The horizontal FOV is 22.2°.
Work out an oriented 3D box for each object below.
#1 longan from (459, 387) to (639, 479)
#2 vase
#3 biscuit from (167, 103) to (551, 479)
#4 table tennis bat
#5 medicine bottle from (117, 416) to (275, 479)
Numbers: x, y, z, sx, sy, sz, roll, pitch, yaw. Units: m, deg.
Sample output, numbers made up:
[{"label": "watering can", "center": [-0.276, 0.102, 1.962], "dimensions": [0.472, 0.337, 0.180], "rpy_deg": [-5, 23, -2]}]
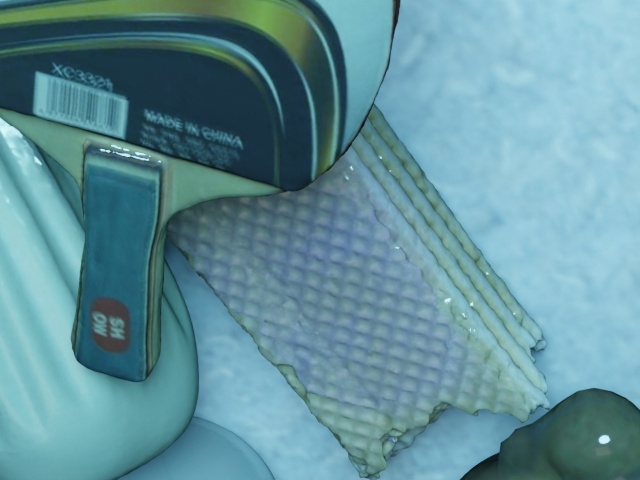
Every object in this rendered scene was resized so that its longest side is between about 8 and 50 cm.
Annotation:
[{"label": "longan", "center": [0.134, 0.153, 0.731], "dimensions": [0.184, 0.159, 0.204], "rpy_deg": [2, 125, 24]}, {"label": "vase", "center": [-0.146, -0.009, 0.733], "dimensions": [0.128, 0.128, 0.248], "rpy_deg": [-13, 111, 24]}, {"label": "biscuit", "center": [0.000, 0.000, 0.730], "dimensions": [0.108, 0.062, 0.239], "rpy_deg": [-26, 112, 31]}, {"label": "table tennis bat", "center": [-0.066, -0.055, 0.581], "dimensions": [0.173, 0.022, 0.301], "rpy_deg": [17, 135, 3]}, {"label": "medicine bottle", "center": [-0.114, 0.252, 0.903], "dimensions": [0.110, 0.110, 0.352], "rpy_deg": [20, 127, 2]}]
